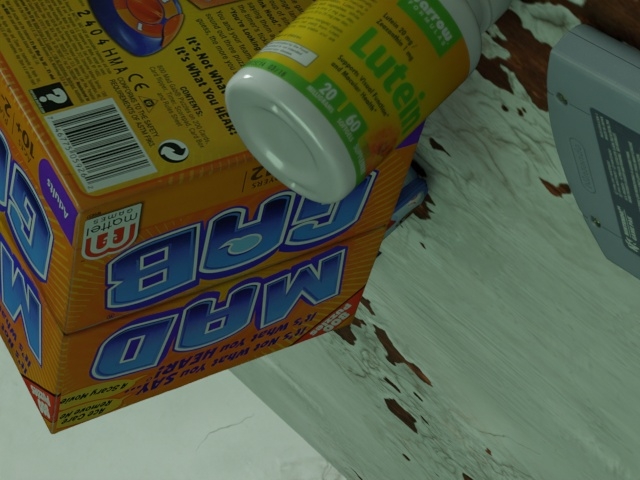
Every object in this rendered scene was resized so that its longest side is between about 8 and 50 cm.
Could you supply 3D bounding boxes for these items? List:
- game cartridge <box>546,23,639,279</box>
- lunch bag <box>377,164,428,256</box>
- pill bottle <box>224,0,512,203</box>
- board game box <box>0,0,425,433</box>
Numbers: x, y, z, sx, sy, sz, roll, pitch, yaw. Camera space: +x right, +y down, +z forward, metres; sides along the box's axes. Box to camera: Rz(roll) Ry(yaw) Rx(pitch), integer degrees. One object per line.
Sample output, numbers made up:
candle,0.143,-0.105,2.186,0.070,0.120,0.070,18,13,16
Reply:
game cartridge,0.287,-0.051,1.380,0.198,0.062,0.297,41,166,38
lunch bag,0.000,0.000,1.962,0.115,0.243,0.303,46,165,4
pill bottle,0.048,-0.158,1.364,0.136,0.246,0.136,38,158,18
board game box,-0.166,-0.095,1.604,0.356,0.356,0.356,56,150,28
